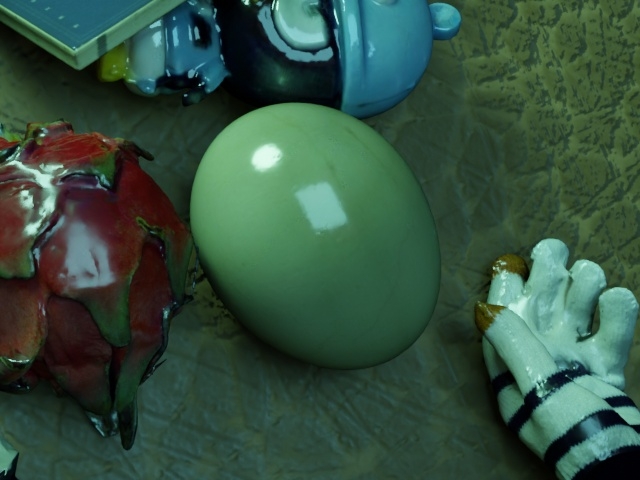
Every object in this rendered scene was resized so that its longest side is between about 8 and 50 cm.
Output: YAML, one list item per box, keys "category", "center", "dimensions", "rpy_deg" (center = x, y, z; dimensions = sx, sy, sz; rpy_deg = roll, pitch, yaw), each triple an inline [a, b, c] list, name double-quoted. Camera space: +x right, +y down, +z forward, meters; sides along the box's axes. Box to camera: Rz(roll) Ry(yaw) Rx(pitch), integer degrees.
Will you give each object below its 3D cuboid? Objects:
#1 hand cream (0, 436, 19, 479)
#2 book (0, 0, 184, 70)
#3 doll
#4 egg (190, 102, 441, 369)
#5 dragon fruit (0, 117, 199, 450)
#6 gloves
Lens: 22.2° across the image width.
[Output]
- category: "hand cream"
  center: [-0.332, 0.121, 1.246]
  dimensions: [0.248, 0.052, 0.075]
  rpy_deg: [35, 46, -3]
- category: "book"
  center: [-0.149, -0.249, 1.338]
  dimensions: [0.269, 0.025, 0.191]
  rpy_deg: [-38, 48, -23]
- category: "doll"
  center: [-0.033, -0.179, 1.364]
  dimensions: [0.314, 0.141, 0.177]
  rpy_deg: [-4, 54, -15]
- category: "egg"
  center: [0.000, 0.000, 1.307]
  dimensions: [0.186, 0.186, 0.242]
  rpy_deg: [-48, 116, -22]
- category: "dragon fruit"
  center: [-0.192, 0.031, 1.244]
  dimensions: [0.192, 0.193, 0.274]
  rpy_deg: [-19, 84, -49]
- category: "gloves"
  center: [0.206, 0.111, 1.407]
  dimensions: [0.140, 0.131, 0.219]
  rpy_deg: [-15, 53, -20]
